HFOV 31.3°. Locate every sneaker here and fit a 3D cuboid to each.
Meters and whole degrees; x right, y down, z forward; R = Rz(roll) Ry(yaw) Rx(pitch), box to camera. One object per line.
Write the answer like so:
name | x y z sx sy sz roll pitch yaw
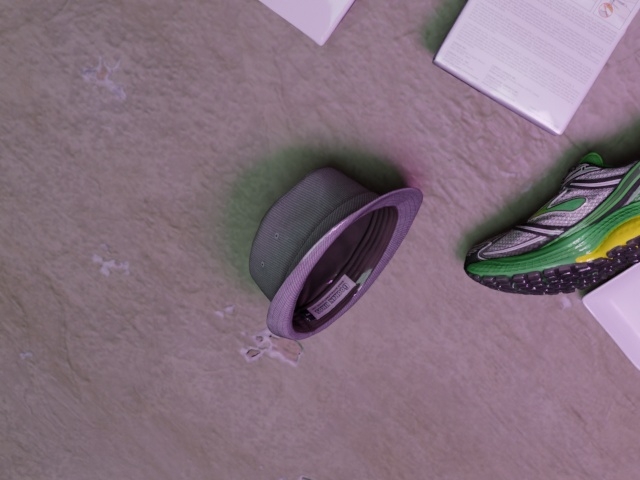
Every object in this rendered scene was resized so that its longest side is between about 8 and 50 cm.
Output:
sneaker | 0.339 -0.023 1.484 0.343 0.134 0.146 -24 65 30

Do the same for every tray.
tray | 0.499 0.054 1.525 0.270 0.030 0.145 -36 104 23

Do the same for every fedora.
fedora | 0.000 0.000 1.517 0.124 0.244 0.275 43 129 22

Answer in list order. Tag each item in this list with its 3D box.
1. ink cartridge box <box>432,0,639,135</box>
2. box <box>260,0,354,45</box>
ink cartridge box | 0.277 -0.274 1.415 0.189 0.066 0.232 30 96 -4
box | -0.004 -0.317 1.415 0.102 0.087 0.101 35 116 -6
